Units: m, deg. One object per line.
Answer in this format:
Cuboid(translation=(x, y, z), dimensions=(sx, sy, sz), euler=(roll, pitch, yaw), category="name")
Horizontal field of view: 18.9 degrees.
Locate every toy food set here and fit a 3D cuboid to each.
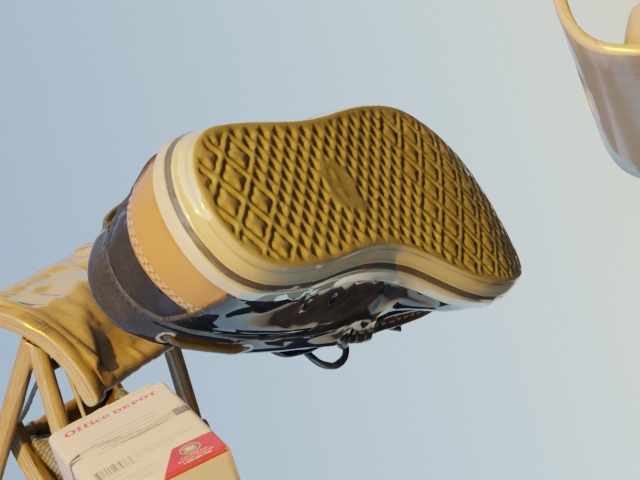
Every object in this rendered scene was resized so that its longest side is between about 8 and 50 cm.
Cuboid(translation=(0.316, -0.124, 1.254), dimensions=(0.220, 0.306, 0.092), euler=(53, -143, -65), category="toy food set")

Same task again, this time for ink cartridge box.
Cuboid(translation=(-0.140, 0.185, 1.539), dimensions=(0.150, 0.109, 0.063), euler=(34, 146, 60), category="ink cartridge box")

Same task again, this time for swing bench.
Cuboid(translation=(-0.222, 0.154, 1.888), dimensions=(0.253, 0.165, 0.255), euler=(-34, -51, -63), category="swing bench")

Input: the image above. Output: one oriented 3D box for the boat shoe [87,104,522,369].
Cuboid(translation=(0.000, 0.000, 1.535), dimensions=(0.500, 0.156, 0.187), euler=(-4, -118, -57), category="boat shoe")
